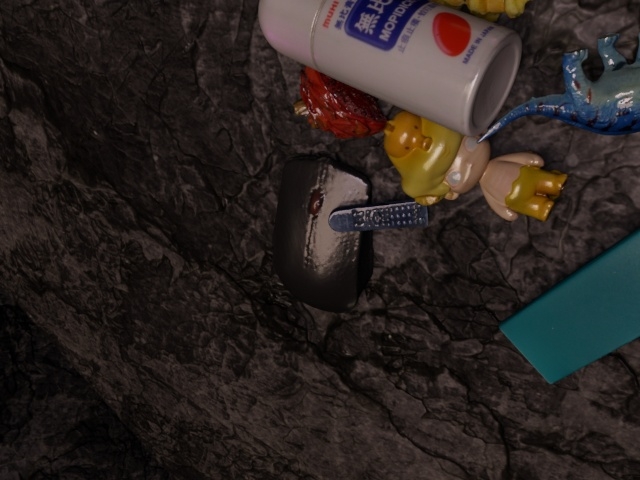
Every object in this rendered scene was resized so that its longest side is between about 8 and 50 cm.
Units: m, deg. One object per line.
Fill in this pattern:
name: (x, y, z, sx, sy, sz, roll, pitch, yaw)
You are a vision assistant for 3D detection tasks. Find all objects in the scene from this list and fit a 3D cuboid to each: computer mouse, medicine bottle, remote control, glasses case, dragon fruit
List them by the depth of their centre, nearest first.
medicine bottle: (0.068, -0.252, 0.832, 0.340, 0.130, 0.130, 30, 134, 26)
glasses case: (0.384, 0.078, 0.892, 0.117, 0.070, 0.301, 49, 137, 7)
dragon fruit: (0.009, -0.194, 0.968, 0.162, 0.083, 0.106, 49, 138, -6)
remote control: (0.087, -0.039, 1.017, 0.152, 0.027, 0.044, -4, 107, 11)
computer mouse: (-0.002, 0.003, 1.105, 0.168, 0.087, 0.296, 16, 126, 23)

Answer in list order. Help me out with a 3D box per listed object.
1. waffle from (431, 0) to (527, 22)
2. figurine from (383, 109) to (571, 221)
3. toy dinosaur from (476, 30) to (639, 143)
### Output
waffle: (0.146, -0.378, 0.697, 0.302, 0.068, 0.325, 44, 154, -2)
figurine: (0.192, -0.103, 0.867, 0.246, 0.131, 0.156, 30, 99, 18)
toy dinosaur: (0.342, -0.174, 0.736, 0.328, 0.076, 0.145, 3, 118, 16)
